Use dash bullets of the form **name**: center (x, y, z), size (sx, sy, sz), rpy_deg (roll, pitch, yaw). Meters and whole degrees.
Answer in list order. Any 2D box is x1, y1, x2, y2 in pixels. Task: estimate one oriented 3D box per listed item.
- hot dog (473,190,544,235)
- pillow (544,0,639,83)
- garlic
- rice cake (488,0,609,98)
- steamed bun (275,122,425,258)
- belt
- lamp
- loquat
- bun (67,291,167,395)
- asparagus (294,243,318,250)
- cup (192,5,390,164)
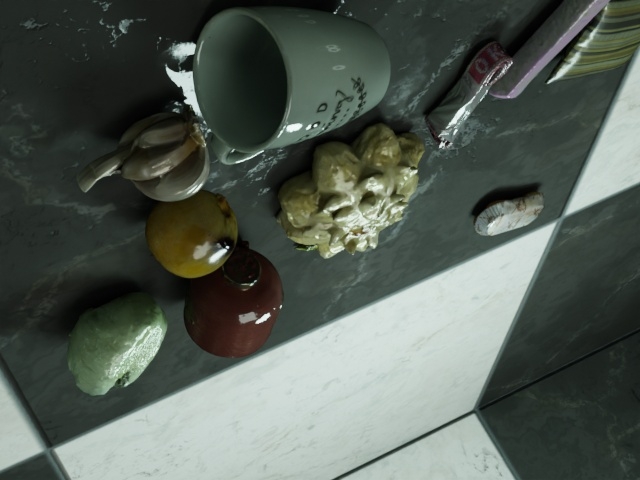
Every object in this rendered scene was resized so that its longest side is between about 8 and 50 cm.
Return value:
- **hot dog**: center (0.420, -0.061, 2.369), size (0.191, 0.059, 0.108), rpy_deg (-12, 147, -37)
- **pillow**: center (0.526, -0.371, 1.918), size (0.208, 0.052, 0.212), rpy_deg (-16, 154, -33)
- **garlic**: center (-0.243, -0.104, 1.494), size (0.194, 0.131, 0.127), rpy_deg (-25, 125, -13)
- **rice cake**: center (0.414, -0.369, 1.788), size (0.365, 0.056, 0.073), rpy_deg (-47, 165, 31)
- **steamed bun**: center (0.068, -0.075, 1.881), size (0.296, 0.137, 0.292), rpy_deg (-27, 152, -2)
- **belt**: center (0.250, -0.249, 1.847), size (0.071, 0.053, 0.232), rpy_deg (-21, 155, -40)
- **lamp**: center (-0.161, 0.111, 1.948), size (0.180, 0.180, 0.258), rpy_deg (-18, 154, -25)
- **loquat**: center (-0.206, -0.011, 1.700), size (0.163, 0.137, 0.163), rpy_deg (-36, 173, -5)
- **bun**: center (-0.368, 0.178, 1.883), size (0.204, 0.127, 0.212), rpy_deg (-49, 168, -23)
- **asparagus**: center (0.000, -0.001, 2.071), size (0.108, 0.021, 0.025), rpy_deg (-25, 155, -12)
- **cup**: center (-0.046, -0.204, 1.470), size (0.234, 0.186, 0.258), rpy_deg (-15, 153, -46)
